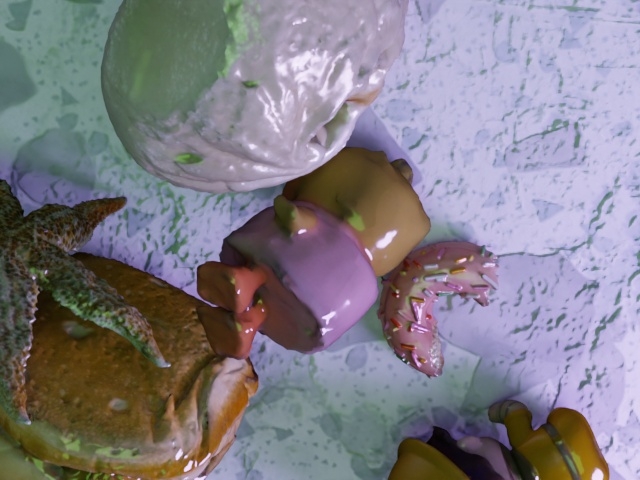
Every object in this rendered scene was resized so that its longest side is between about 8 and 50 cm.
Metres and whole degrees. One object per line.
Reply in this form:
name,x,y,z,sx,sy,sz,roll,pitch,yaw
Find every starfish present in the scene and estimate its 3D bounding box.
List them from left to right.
starfish,-0.295,0.022,1.355,0.357,0.347,0.078,20,127,11

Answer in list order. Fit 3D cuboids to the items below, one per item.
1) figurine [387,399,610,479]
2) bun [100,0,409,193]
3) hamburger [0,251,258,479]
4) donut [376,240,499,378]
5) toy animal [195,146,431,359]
figurine,0.192,0.276,1.471,0.256,0.167,0.192,-31,87,9
bun,-0.042,-0.202,1.284,0.227,0.352,0.349,35,143,5
hamburger,-0.224,0.156,1.401,0.284,0.304,0.174,30,116,6
donut,0.120,0.069,1.471,0.117,0.065,0.166,24,104,-3
toy animal,0.005,0.001,1.380,0.169,0.281,0.195,27,145,17
